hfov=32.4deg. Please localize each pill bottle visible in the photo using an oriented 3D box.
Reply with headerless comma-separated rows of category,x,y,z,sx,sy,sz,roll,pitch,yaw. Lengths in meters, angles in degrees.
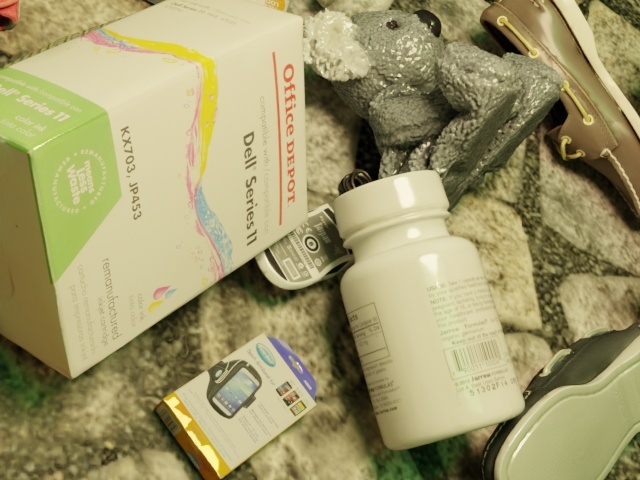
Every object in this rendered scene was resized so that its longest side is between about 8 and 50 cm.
pill bottle,0.089,0.061,0.986,0.131,0.131,0.229,-10,79,-35

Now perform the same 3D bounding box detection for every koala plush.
koala plush,0.088,-0.152,1.122,0.221,0.203,0.196,44,24,18

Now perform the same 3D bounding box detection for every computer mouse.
computer mouse,0.000,0.000,1.054,0.193,0.042,0.106,-22,80,-44

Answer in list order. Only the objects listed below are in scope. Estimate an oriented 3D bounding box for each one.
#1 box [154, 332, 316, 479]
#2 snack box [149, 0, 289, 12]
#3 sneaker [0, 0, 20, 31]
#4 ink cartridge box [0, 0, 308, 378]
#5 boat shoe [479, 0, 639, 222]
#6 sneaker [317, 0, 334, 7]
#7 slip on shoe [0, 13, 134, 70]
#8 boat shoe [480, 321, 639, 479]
box,-0.066,0.138,0.940,0.136,0.028,0.081,-31,81,-42
snack box,-0.106,-0.320,1.161,0.174,0.070,0.207,25,54,-17
sneaker,-0.314,-0.255,0.989,0.136,0.116,0.314,41,56,-17
ink cartridge box,-0.119,-0.073,0.904,0.119,0.207,0.353,23,41,32
boat shoe,0.304,-0.153,1.291,0.096,0.116,0.324,-31,94,1
sneaker,0.010,-0.326,1.240,0.084,0.058,0.152,43,45,-9
slip on shoe,-0.222,-0.116,0.955,0.331,0.123,0.101,-45,118,-43
boat shoe,0.244,0.169,1.071,0.302,0.091,0.114,-21,104,-39
